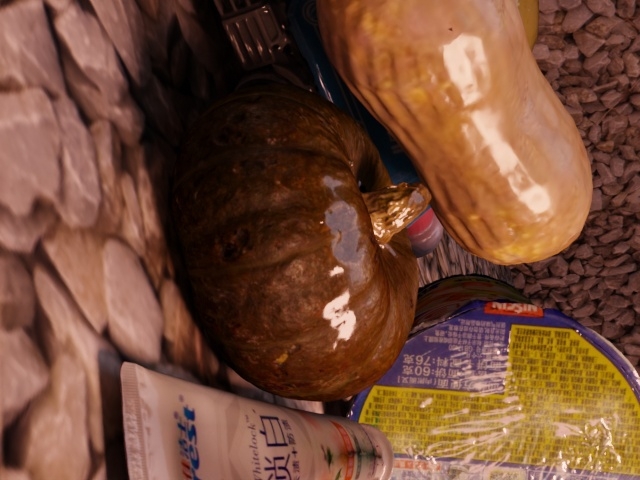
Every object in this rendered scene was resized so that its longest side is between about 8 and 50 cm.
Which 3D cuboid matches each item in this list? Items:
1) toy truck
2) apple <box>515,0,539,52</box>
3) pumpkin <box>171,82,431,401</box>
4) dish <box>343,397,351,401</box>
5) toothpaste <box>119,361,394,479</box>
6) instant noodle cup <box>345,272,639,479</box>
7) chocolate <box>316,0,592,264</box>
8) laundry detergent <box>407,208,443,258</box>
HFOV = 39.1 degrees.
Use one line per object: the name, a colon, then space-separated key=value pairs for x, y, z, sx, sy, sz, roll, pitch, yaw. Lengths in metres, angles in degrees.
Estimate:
toy truck: x=0.002 y=-0.174 z=0.745 sx=0.146 sy=0.175 sz=0.367 roll=-83 pitch=152 yaw=-54
apple: x=0.134 y=-0.286 z=1.107 sx=0.257 sy=0.233 sz=0.295 roll=-8 pitch=95 yaw=-42
pumpkin: x=0.000 y=0.000 z=0.621 sx=0.219 sy=0.162 sz=0.219 roll=-17 pitch=90 yaw=-76
dish: x=0.016 y=0.065 z=0.808 sx=0.141 sy=0.078 sz=0.141 roll=23 pitch=90 yaw=-88
toothpaste: x=-0.031 y=0.142 z=0.584 sx=0.323 sy=0.066 sz=0.100 roll=28 pitch=50 yaw=-63
instant noodle cup: x=0.164 y=0.160 z=0.925 sx=0.312 sy=0.284 sz=0.284 roll=-68 pitch=143 yaw=-78
chocolate: x=0.095 y=-0.105 z=0.636 sx=0.309 sy=0.134 sz=0.134 roll=52 pitch=26 yaw=-32
laundry detergent: x=0.079 y=-0.113 z=1.030 sx=0.088 sy=0.159 sz=0.335 roll=52 pitch=-12 yaw=43
